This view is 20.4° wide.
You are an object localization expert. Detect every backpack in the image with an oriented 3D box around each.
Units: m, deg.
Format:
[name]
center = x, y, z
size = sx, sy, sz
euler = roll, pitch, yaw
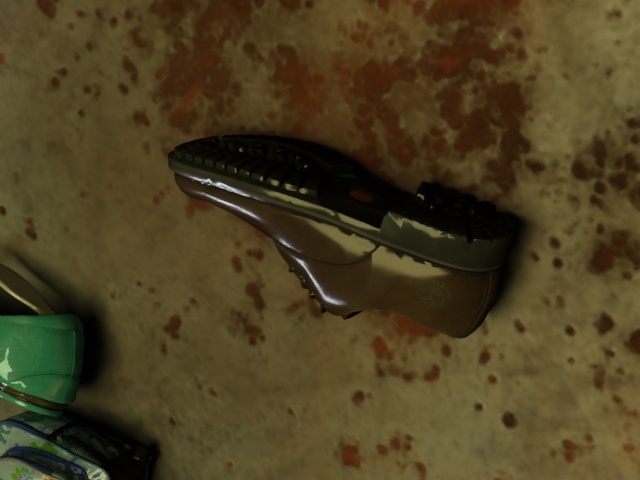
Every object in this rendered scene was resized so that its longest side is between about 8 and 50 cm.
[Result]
[backpack]
center = -0.189, 0.173, 1.225
size = 0.114, 0.084, 0.105
euler = 25, 112, 27

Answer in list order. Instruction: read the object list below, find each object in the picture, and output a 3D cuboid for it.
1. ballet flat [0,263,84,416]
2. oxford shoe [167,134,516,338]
[ballet flat]
center = -0.263, 0.047, 1.250
size = 0.247, 0.083, 0.087
euler = 18, 87, 26
[oxford shoe]
center = 0.000, 0.000, 1.065
size = 0.227, 0.083, 0.096
euler = 23, 118, 25
